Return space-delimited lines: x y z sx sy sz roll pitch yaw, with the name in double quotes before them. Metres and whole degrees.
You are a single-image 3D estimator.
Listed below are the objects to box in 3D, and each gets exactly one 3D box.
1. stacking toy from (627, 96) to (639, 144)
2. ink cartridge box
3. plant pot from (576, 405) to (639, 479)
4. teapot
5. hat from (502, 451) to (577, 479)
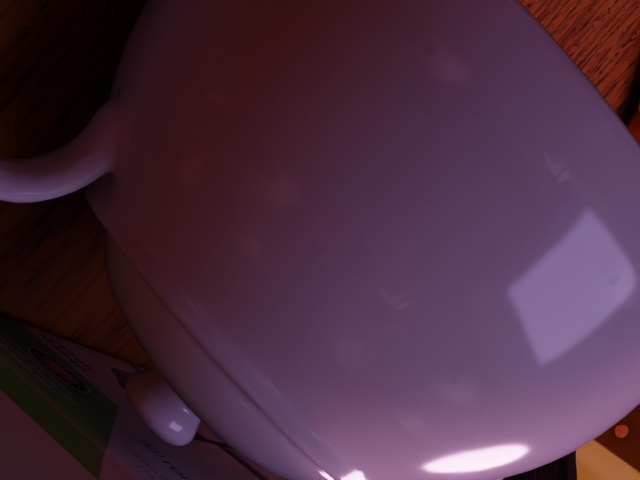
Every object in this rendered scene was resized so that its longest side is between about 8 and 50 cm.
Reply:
"stacking toy" 0.306 -0.121 1.006 0.166 0.175 0.302 -45 144 -25
"ink cartridge box" -0.068 0.146 0.593 0.115 0.198 0.273 -53 157 0
"plant pot" 0.402 0.218 1.573 0.212 0.212 0.187 -51 144 -4
"teapot" 0.000 0.000 0.497 0.187 0.256 0.252 -41 167 -1
"hat" 0.079 0.159 0.894 0.134 0.331 0.331 -7 142 -8
